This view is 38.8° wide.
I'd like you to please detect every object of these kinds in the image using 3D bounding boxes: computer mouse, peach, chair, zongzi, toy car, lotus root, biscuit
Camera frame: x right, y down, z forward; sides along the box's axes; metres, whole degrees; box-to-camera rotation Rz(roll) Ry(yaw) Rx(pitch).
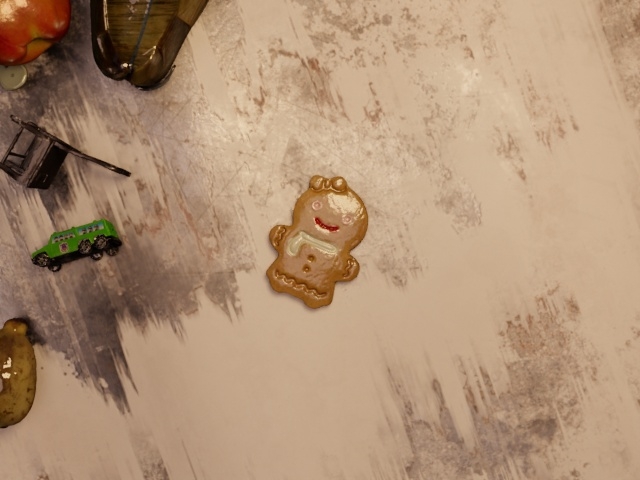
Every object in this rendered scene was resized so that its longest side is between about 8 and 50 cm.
[{"bbox_3d":[-0.590,-0.331,1.719,0.056,0.032,0.110,-34,80,3],"label":"computer mouse"},{"bbox_3d":[-0.570,-0.430,1.619,0.243,0.243,0.199,53,136,0],"label":"peach"},{"bbox_3d":[-0.482,-0.135,1.684,0.229,0.106,0.113,30,93,2],"label":"chair"},{"bbox_3d":[-0.203,-0.475,1.628,0.433,0.208,0.403,-3,98,-9],"label":"zongzi"},{"bbox_3d":[-0.461,0.010,1.710,0.165,0.071,0.062,-16,77,3],"label":"toy car"},{"bbox_3d":[-0.599,0.248,1.703,0.139,0.138,0.214,7,82,2],"label":"lotus root"},{"bbox_3d":[0.000,0.000,1.703,0.184,0.035,0.248,27,93,1],"label":"biscuit"}]
